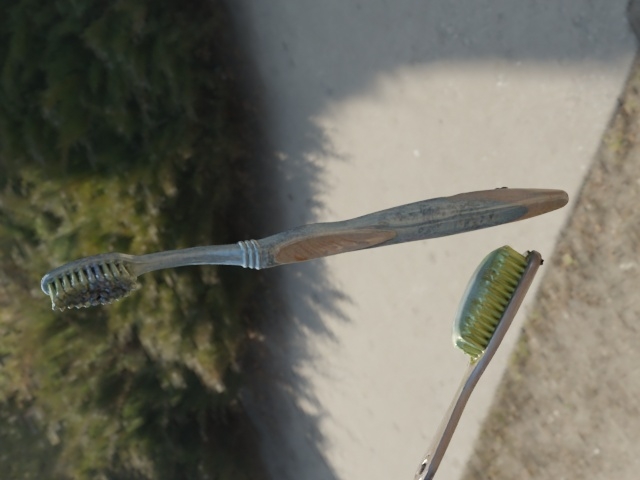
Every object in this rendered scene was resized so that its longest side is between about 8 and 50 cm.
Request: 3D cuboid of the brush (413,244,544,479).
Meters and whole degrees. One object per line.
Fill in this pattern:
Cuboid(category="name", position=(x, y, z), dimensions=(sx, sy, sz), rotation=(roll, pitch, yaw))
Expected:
Cuboid(category="brush", position=(0.164, 0.141, 1.349), dimensions=(0.067, 0.313, 0.072), rotation=(27, 171, 1))

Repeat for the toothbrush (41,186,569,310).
Cuboid(category="toothbrush", position=(0.000, 0.000, 0.791), dimensions=(0.037, 0.375, 0.028), rotation=(-125, 29, -56))
